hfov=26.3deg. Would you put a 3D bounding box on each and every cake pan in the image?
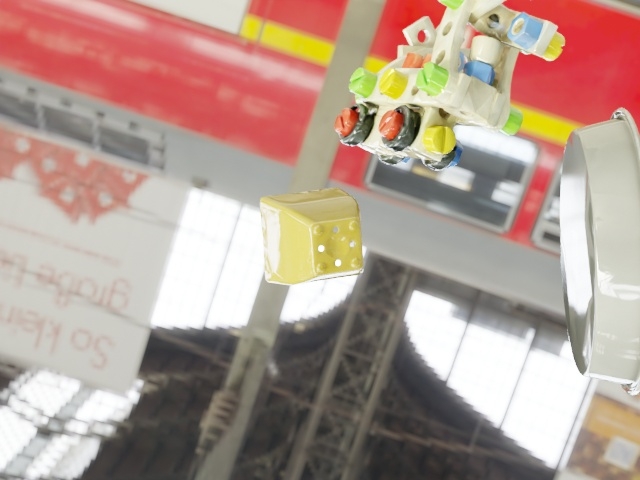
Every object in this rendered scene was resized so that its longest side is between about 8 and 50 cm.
[{"bbox_3d":[0.287,0.012,1.400,0.054,0.293,0.293,-2,-168,3],"label":"cake pan"}]

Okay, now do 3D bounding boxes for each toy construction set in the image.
[{"bbox_3d":[0.127,-0.183,1.465,0.151,0.215,0.328,22,176,-11],"label":"toy construction set"}]

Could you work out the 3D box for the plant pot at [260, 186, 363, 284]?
[{"bbox_3d":[0.000,0.000,1.238,0.082,0.081,0.083,-8,-169,-22],"label":"plant pot"}]
